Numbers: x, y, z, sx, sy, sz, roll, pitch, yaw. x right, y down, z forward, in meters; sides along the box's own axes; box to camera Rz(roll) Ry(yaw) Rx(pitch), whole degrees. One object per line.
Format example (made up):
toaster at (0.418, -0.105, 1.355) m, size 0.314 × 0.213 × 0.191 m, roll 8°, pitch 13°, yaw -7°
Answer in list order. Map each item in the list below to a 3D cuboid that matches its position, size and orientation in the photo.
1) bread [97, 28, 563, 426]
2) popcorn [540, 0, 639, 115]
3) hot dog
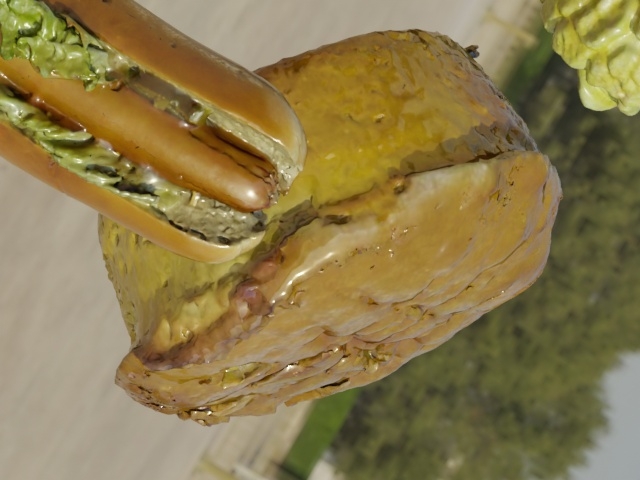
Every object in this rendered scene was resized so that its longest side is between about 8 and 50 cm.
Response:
bread at (0.000, 0.000, 1.454) m, size 0.398 × 0.215 × 0.398 m, roll -21°, pitch 163°, yaw -7°
popcorn at (0.208, -0.147, 1.131) m, size 0.162 × 0.135 × 0.141 m, roll 112°, pitch -11°, yaw -58°
hot dog at (-0.171, -0.106, 1.159) m, size 0.135 × 0.337 × 0.100 m, roll -59°, pitch 176°, yaw 15°
